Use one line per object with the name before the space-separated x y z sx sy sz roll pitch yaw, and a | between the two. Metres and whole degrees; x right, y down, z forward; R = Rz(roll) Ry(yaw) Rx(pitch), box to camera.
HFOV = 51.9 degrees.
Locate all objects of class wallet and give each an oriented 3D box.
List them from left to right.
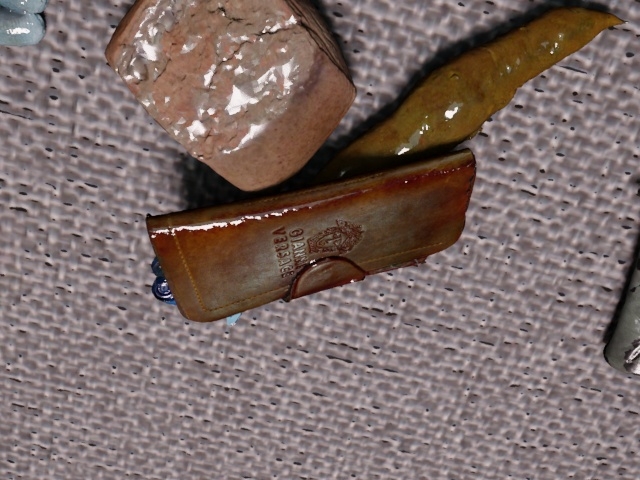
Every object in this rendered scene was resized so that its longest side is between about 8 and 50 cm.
wallet | 0.000 0.000 0.539 0.255 0.031 0.137 -13 142 -4

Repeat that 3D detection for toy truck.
toy truck | -0.103 0.036 0.594 0.090 0.056 0.073 36 106 -26

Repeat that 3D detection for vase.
vase | 0.296 0.037 0.585 0.059 0.059 0.167 1 113 0

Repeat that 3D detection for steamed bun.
steamed bun | -0.062 -0.128 0.491 0.175 0.106 0.145 41 108 -13

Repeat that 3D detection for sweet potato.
sweet potato | 0.111 -0.112 0.522 0.274 0.067 0.067 -31 109 11

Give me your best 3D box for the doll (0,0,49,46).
doll | -0.302 -0.185 0.485 0.179 0.075 0.120 15 116 -5
